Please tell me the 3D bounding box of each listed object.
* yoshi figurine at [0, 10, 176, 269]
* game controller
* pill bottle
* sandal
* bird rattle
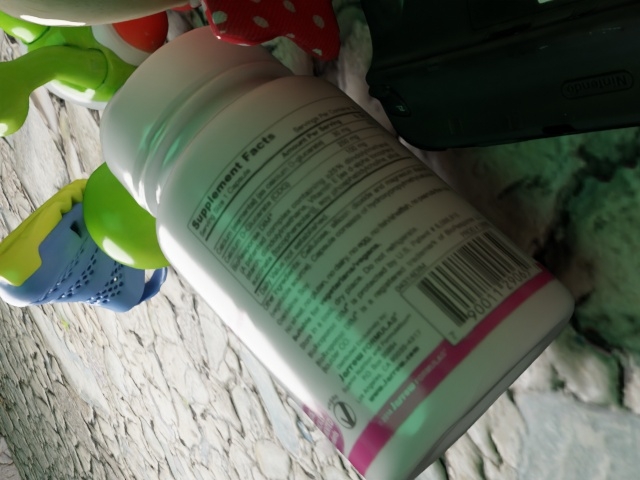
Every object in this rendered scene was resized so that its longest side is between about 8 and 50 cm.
[{"bbox_3d":[-0.199,-0.116,0.697,0.362,0.203,0.203,51,161,14],"label":"yoshi figurine"},{"bbox_3d":[0.126,-0.132,0.352,0.319,0.067,0.167,0,98,53],"label":"game controller"},{"bbox_3d":[0.000,0.000,0.496,0.283,0.160,0.160,45,143,20],"label":"pill bottle"},{"bbox_3d":[-0.234,0.018,0.818,0.138,0.126,0.317,50,-173,-4],"label":"sandal"},{"bbox_3d":[-0.102,-0.178,0.484,0.143,0.206,0.254,83,166,-52],"label":"bird rattle"}]
